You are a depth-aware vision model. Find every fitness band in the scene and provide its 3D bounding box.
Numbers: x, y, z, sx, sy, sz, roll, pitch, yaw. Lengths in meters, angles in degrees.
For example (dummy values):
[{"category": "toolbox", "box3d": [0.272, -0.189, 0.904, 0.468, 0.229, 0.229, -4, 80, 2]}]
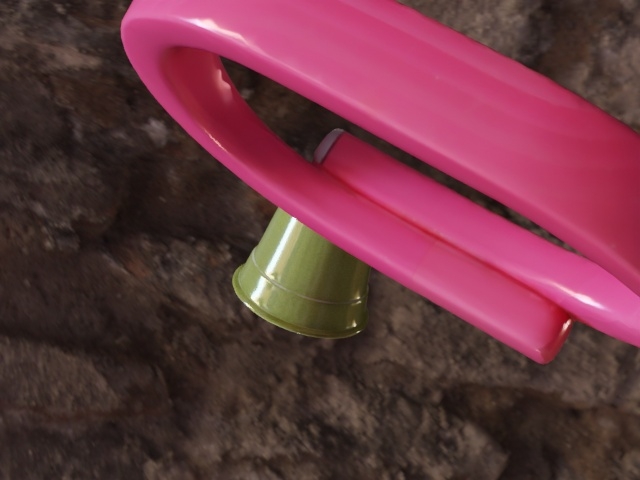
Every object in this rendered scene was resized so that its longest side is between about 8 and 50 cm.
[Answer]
[{"category": "fitness band", "box3d": [0.045, -0.029, 0.491, 0.291, 0.209, 0.054, 29, -103, 18]}]

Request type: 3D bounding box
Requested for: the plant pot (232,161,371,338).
[{"category": "plant pot", "box3d": [0.000, 0.000, 0.657, 0.083, 0.083, 0.079, 8, -64, -23]}]
